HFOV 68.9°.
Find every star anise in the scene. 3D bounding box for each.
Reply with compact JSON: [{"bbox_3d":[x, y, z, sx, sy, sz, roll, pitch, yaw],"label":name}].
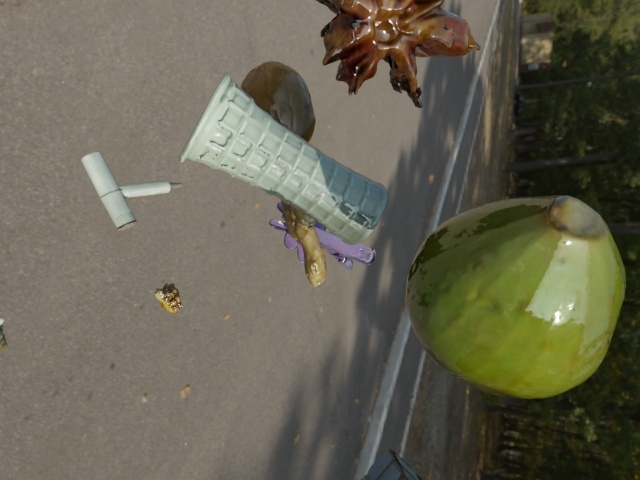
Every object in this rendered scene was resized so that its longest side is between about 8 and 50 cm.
[{"bbox_3d":[0.053,-0.293,0.530,0.238,0.346,0.148,-64,-168,15],"label":"star anise"}]

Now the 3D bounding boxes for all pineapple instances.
[{"bbox_3d":[-0.521,0.188,1.561,0.114,0.077,0.115,59,16,-57],"label":"pineapple"}]

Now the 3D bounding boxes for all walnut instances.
[{"bbox_3d":[-0.094,-0.280,0.995,0.167,0.167,0.207,2,73,-67],"label":"walnut"}]

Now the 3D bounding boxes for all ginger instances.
[{"bbox_3d":[-0.034,-0.007,1.036,0.058,0.133,0.214,-18,99,-19],"label":"ginger"}]

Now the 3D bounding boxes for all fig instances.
[{"bbox_3d":[0.198,0.060,0.476,0.230,0.207,0.208,152,-54,-76],"label":"fig"}]

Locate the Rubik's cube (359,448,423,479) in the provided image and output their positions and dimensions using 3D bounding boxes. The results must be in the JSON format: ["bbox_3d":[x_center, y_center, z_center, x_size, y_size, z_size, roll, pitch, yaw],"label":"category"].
[{"bbox_3d":[0.082,0.323,0.427,0.151,0.155,0.154,-45,179,-7],"label":"Rubik's cube"}]

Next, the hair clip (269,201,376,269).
[{"bbox_3d":[0.000,0.003,1.182,0.090,0.278,0.137,143,-28,-76],"label":"hair clip"}]

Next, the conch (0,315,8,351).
[{"bbox_3d":[-0.768,0.170,1.037,0.114,0.137,0.234,-20,117,-20],"label":"conch"}]

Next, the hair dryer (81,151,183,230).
[{"bbox_3d":[-0.370,-0.122,0.961,0.183,0.044,0.155,-32,99,-45],"label":"hair dryer"}]

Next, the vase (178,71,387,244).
[{"bbox_3d":[-0.046,-0.106,0.704,0.298,0.143,0.143,29,58,-18],"label":"vase"}]
